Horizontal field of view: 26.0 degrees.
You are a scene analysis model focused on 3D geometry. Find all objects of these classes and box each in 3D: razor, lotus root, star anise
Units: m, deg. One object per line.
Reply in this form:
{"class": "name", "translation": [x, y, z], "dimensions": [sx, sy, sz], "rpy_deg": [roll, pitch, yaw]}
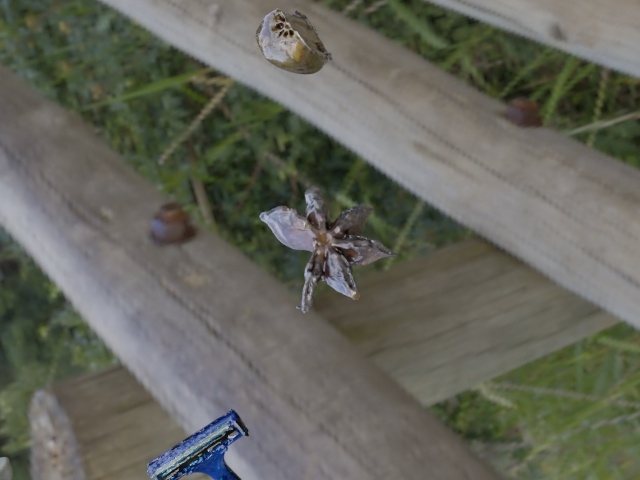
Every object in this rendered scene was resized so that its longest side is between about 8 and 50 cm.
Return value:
{"class": "razor", "translation": [-0.053, 0.274, 1.314], "dimensions": [0.324, 0.093, 0.056], "rpy_deg": [59, 176, -38]}
{"class": "lotus root", "translation": [-0.017, -0.117, 0.844], "dimensions": [0.037, 0.030, 0.083], "rpy_deg": [55, -167, 3]}
{"class": "star anise", "translation": [0.017, -0.002, 2.039], "dimensions": [0.063, 0.171, 0.208], "rpy_deg": [92, 158, -56]}

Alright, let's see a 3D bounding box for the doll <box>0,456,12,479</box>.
{"class": "doll", "translation": [-0.342, 0.360, 1.470], "dimensions": [0.217, 0.183, 0.085], "rpy_deg": [60, 156, -12]}
